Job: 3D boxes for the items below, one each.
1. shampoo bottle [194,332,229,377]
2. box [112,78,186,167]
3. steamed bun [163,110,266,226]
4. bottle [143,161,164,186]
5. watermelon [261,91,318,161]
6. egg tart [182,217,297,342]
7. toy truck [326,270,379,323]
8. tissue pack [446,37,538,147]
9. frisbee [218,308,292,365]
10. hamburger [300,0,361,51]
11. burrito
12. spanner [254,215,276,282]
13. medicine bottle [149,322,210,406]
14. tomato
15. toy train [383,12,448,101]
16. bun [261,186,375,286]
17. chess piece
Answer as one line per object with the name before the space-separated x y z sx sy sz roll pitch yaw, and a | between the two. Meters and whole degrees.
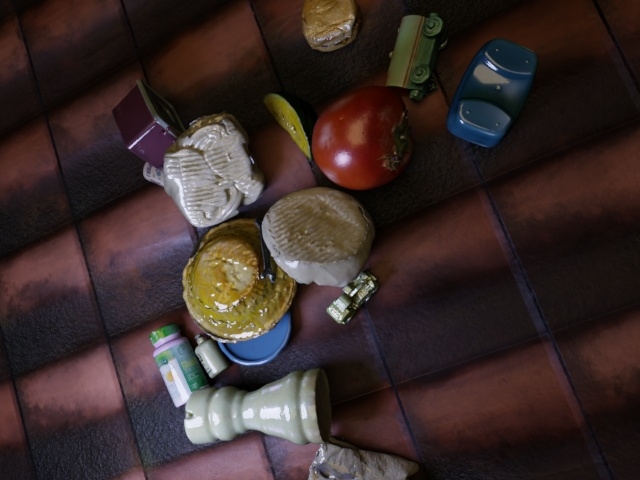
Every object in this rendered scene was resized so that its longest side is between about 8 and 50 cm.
shampoo bottle | -0.393 0.400 1.661 0.079 0.079 0.162 -38 78 11
box | -0.611 -0.413 1.680 0.167 0.193 0.294 -38 55 7
steamed bun | -0.359 -0.254 1.620 0.346 0.237 0.394 18 108 -21
bottle | -0.547 -0.234 1.732 0.209 0.110 0.097 23 97 17
watermelon | -0.093 -0.422 1.627 0.301 0.123 0.129 51 122 15
egg tart | -0.292 0.122 1.576 0.443 0.178 0.443 -5 73 15
toy truck | 0.102 0.183 1.514 0.085 0.116 0.191 44 98 16
tissue pack | 0.505 -0.429 1.401 0.198 0.206 0.287 23 94 7
frisbee | -0.228 0.289 1.631 0.289 0.049 0.289 -5 73 16
hamburger | 0.037 -0.753 1.600 0.213 0.108 0.214 -1 85 15
burrito | 0.130 0.739 1.464 0.332 0.135 0.190 14 83 13
spanner | -0.177 0.026 1.506 0.015 0.054 0.254 -54 38 44
medicine bottle | -0.505 0.435 1.665 0.133 0.133 0.274 -31 77 12
tomato | 0.124 -0.310 1.445 0.321 0.321 0.321 -1 86 16
toy train | 0.303 -0.595 1.518 0.177 0.116 0.285 15 91 29
bun | 0.000 0.000 1.486 0.359 0.211 0.360 -1 57 1
chess piece | -0.197 0.540 1.495 0.442 0.234 0.234 -8 84 9
